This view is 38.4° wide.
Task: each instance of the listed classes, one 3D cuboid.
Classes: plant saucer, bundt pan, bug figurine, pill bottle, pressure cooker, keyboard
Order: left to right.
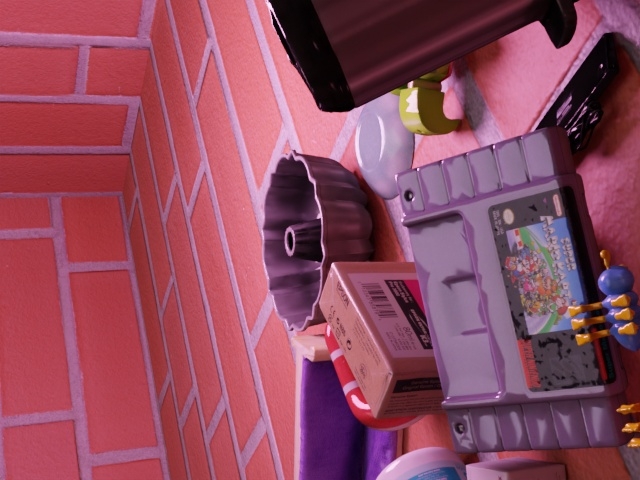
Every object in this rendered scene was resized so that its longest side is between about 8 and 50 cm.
[{"bbox_3d":[0.000,0.000,1.673,0.331,0.124,0.331,178,90,-69],"label":"bundt pan"},{"bbox_3d":[0.096,-0.165,1.535,0.195,0.037,0.195,178,90,-67],"label":"plant saucer"},{"bbox_3d":[0.107,-0.383,1.008,0.375,0.420,0.370,-110,-5,-58],"label":"pressure cooker"},{"bbox_3d":[0.178,0.423,1.241,0.264,0.146,0.146,-117,32,-46],"label":"pill bottle"},{"bbox_3d":[0.297,-0.140,1.063,0.192,0.038,0.100,116,168,-52],"label":"keyboard"},{"bbox_3d":[0.361,0.098,0.857,0.279,0.072,0.216,-21,79,62],"label":"bug figurine"}]

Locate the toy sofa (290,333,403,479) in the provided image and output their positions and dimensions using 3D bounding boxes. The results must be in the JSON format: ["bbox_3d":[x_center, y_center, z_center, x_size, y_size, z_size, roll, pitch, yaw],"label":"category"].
[{"bbox_3d":[0.041,0.345,1.570,0.177,0.150,0.363,-156,66,-67],"label":"toy sofa"}]

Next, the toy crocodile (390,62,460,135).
[{"bbox_3d":[0.149,-0.318,1.325,0.115,0.105,0.341,156,114,-67],"label":"toy crocodile"}]

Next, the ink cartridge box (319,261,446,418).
[{"bbox_3d":[0.128,0.130,1.272,0.235,0.193,0.088,-119,36,-47],"label":"ink cartridge box"}]

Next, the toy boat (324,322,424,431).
[{"bbox_3d":[0.085,0.170,1.393,0.151,0.151,0.231,55,-169,-56],"label":"toy boat"}]

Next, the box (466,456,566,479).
[{"bbox_3d":[0.246,0.328,1.141,0.102,0.087,0.101,161,106,-67],"label":"box"}]

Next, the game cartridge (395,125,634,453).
[{"bbox_3d":[0.219,0.066,1.064,0.230,0.068,0.355,-16,85,46],"label":"game cartridge"}]
